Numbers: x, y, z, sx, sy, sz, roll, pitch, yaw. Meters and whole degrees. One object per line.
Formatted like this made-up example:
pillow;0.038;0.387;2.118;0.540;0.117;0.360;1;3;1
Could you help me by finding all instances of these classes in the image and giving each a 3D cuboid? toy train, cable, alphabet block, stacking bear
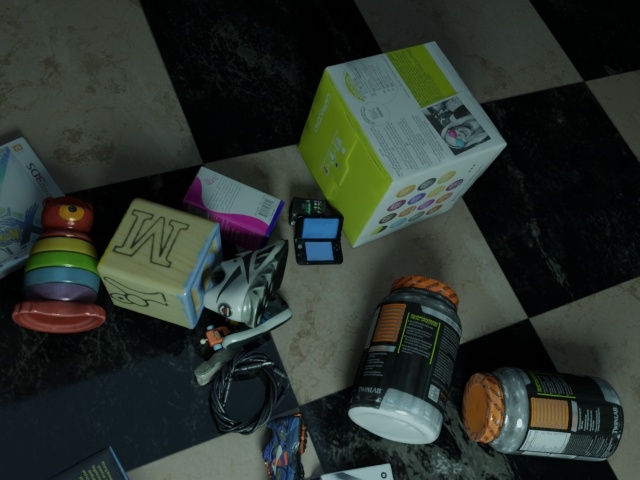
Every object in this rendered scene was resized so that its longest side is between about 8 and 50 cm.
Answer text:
toy train;-0.229;0.162;1.467;0.125;0.046;0.166;-13;68;-21
cable;-0.162;0.329;1.384;0.150;0.047;0.184;45;67;-6
alphabet block;-0.341;0.052;1.397;0.197;0.192;0.193;17;58;4
stacking bear;-0.549;0.039;1.369;0.175;0.164;0.289;6;66;-23

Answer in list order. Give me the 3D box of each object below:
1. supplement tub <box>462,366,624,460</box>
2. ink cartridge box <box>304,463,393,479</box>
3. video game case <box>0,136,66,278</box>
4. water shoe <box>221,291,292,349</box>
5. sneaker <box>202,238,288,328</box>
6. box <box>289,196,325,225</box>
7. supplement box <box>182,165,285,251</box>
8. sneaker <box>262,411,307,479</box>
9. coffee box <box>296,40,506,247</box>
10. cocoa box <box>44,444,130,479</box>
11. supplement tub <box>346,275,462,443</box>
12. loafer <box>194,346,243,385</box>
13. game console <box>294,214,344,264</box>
supplement tub;0.499;0.393;1.455;0.316;0.193;0.193;9;61;-10
ink cartridge box;0.062;0.593;1.321;0.224;0.045;0.223;-5;65;-17
video game case;-0.754;-0.058;1.448;0.329;0.036;0.300;-33;75;-26
water shoe;-0.156;0.181;1.446;0.203;0.073;0.080;-21;74;-46
sneaker;-0.162;0.069;1.434;0.146;0.122;0.330;13;22;8
box;-0.035;-0.071;1.630;0.083;0.062;0.052;5;61;-12
supplement box;-0.215;-0.071;1.554;0.220;0.114;0.111;24;61;-3
sneaker;-0.080;0.470;1.331;0.087;0.083;0.221;-5;50;15
coffee box;0.181;-0.239;1.614;0.334;0.337;0.338;-20;70;-23
cocoa box;-0.386;0.577;1.103;0.228;0.231;0.347;-27;73;-26
supplement tub;0.199;0.262;1.436;0.207;0.207;0.338;23;60;-3
loafer;-0.224;0.276;1.419;0.125;0.039;0.045;-30;43;-33
game console;0.000;0.000;1.597;0.122;0.071;0.107;0;63;-14
